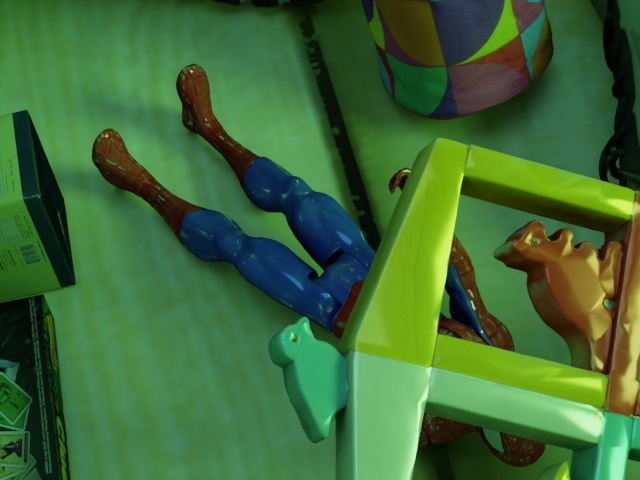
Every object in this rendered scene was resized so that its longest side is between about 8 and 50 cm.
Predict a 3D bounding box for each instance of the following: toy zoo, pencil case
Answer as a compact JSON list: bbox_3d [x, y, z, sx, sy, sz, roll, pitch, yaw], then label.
[{"bbox_3d":[0.121,0.074,0.723,0.293,0.030,0.192,15,74,-12],"label":"toy zoo"},{"bbox_3d":[0.051,-0.176,0.875,0.104,0.236,0.104,-12,37,9],"label":"pencil case"}]

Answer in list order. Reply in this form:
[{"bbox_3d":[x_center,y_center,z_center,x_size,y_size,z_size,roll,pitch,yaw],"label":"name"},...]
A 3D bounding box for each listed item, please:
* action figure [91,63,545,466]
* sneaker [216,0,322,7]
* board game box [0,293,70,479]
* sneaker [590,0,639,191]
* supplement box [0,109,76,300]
[{"bbox_3d":[0.000,0.000,0.829,0.091,0.139,0.280,-41,63,-17],"label":"action figure"},{"bbox_3d":[-0.086,-0.229,1.007,0.281,0.106,0.163,7,55,13],"label":"sneaker"},{"bbox_3d":[-0.180,0.152,0.815,0.136,0.030,0.260,-10,56,-1],"label":"board game box"},{"bbox_3d":[0.178,-0.065,0.867,0.108,0.100,0.272,-23,57,-1],"label":"sneaker"},{"bbox_3d":[-0.176,-0.012,0.887,0.083,0.083,0.056,-12,56,-1],"label":"supplement box"}]
